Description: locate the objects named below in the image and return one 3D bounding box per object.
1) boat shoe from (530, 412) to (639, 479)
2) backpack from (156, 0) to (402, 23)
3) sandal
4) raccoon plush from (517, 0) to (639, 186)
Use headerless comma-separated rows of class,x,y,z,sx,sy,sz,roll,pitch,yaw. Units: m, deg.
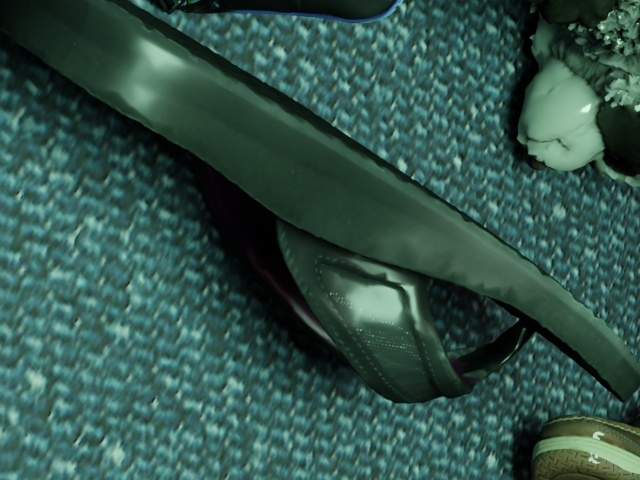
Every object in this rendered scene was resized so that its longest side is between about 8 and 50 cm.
boat shoe,0.218,0.152,1.241,0.257,0.095,0.095,36,52,-48
backpack,-0.009,-0.187,0.893,0.117,0.173,0.158,-41,127,-34
sandal,-0.002,-0.001,0.963,0.446,0.167,0.107,30,96,-36
raccoon plush,0.284,-0.193,1.079,0.299,0.446,0.216,38,34,-42
